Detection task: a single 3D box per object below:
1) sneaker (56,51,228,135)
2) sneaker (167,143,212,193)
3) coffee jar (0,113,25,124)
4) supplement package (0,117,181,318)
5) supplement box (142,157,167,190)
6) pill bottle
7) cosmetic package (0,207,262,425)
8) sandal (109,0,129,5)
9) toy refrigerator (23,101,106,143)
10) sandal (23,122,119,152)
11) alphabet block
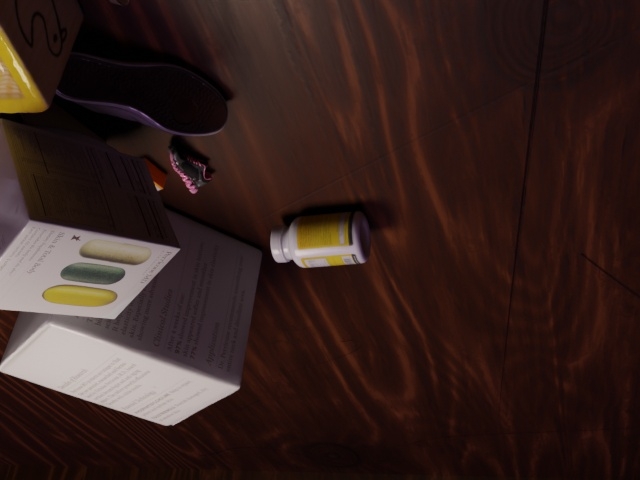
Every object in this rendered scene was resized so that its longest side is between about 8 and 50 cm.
[{"bbox_3d":[-0.293,-0.242,1.277,0.290,0.106,0.123,14,-176,-27],"label":"sneaker"},{"bbox_3d":[-0.237,-0.139,1.454,0.057,0.047,0.119,-24,142,6],"label":"sneaker"},{"bbox_3d":[-0.485,-0.234,1.214,0.096,0.185,0.079,-15,141,30],"label":"coffee jar"},{"bbox_3d":[-0.399,-0.021,1.220,0.199,0.198,0.262,-43,147,25],"label":"supplement package"},{"bbox_3d":[-0.350,-0.115,1.507,0.098,0.036,0.062,-16,141,31],"label":"supplement box"},{"bbox_3d":[0.000,0.000,1.557,0.184,0.103,0.103,-4,145,17],"label":"pill bottle"},{"bbox_3d":[-0.383,0.142,1.641,0.393,0.330,0.327,26,143,-25],"label":"cosmetic package"},{"bbox_3d":[-0.272,-0.384,1.076,0.072,0.049,0.180,22,159,-13],"label":"sandal"},{"bbox_3d":[-0.508,-0.199,1.362,0.102,0.094,0.269,-24,137,28],"label":"toy refrigerator"},{"bbox_3d":[-0.520,-0.119,1.302,0.416,0.102,0.169,13,143,-19],"label":"sandal"},{"bbox_3d":[-0.467,-0.308,1.086,0.193,0.197,0.192,0,147,11],"label":"alphabet block"}]
